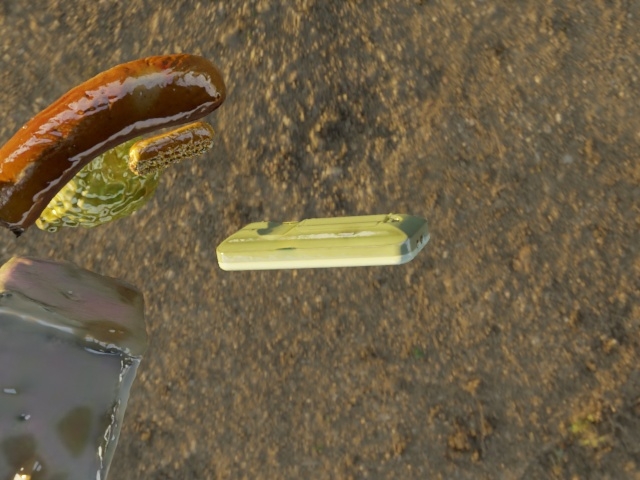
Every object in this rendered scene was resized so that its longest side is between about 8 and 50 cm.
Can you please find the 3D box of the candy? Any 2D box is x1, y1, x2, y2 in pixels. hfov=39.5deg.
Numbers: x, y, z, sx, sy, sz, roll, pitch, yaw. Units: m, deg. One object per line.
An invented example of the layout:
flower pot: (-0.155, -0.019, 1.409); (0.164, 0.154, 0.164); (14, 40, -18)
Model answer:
candy: (-0.227, 0.123, 0.741); (0.137, 0.195, 0.184); (15, 101, -15)

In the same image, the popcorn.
popcorn: (-0.432, -0.120, 1.672); (0.251, 0.237, 0.206); (-39, 116, 1)

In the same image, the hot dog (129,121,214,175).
hot dog: (-0.264, -0.162, 1.570); (0.165, 0.045, 0.071); (-24, 160, -25)

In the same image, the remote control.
remote control: (0.000, 0.000, 1.420); (0.336, 0.128, 0.065); (-3, 109, 25)

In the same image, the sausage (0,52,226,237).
sausage: (-0.241, -0.116, 0.956); (0.302, 0.076, 0.102); (-35, 126, -8)
